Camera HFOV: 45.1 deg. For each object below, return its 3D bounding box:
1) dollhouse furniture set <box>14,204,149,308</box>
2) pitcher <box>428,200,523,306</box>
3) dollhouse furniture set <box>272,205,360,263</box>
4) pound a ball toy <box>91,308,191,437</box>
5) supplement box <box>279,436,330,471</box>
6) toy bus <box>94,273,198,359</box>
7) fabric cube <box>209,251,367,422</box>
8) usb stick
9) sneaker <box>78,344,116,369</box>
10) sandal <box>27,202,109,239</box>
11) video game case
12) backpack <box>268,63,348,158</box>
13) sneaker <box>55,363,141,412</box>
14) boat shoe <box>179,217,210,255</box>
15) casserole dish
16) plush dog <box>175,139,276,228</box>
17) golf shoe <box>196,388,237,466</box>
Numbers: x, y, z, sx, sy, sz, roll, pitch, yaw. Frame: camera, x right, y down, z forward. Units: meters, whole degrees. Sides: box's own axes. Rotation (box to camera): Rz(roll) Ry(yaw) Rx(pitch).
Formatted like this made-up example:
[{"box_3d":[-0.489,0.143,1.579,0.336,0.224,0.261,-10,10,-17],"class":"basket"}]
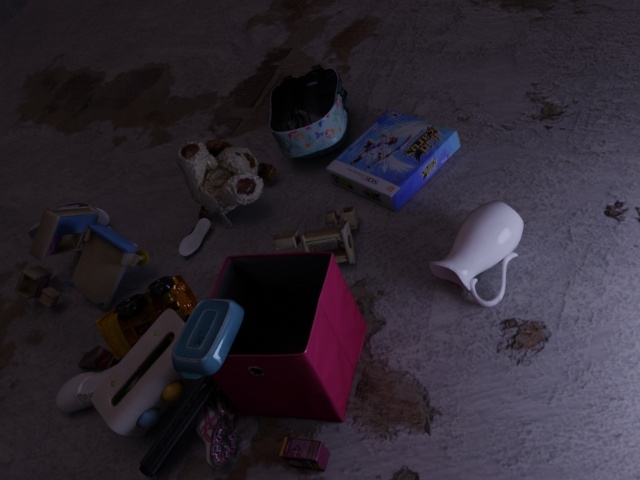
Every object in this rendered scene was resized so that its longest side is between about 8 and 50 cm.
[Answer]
[{"box_3d":[-0.619,0.079,2.118,0.303,0.198,0.287,29,104,15],"class":"dollhouse furniture set"},{"box_3d":[0.367,0.029,1.688,0.177,0.125,0.207,40,83,23],"class":"pitcher"},{"box_3d":[0.000,0.000,1.918,0.181,0.101,0.161,-8,21,18],"class":"dollhouse furniture set"},{"box_3d":[-0.319,0.292,1.720,0.319,0.208,0.135,-48,61,2],"class":"pound a ball toy"},{"box_3d":[-0.031,0.424,1.528,0.083,0.055,0.043,-1,50,25],"class":"supplement box"},{"box_3d":[-0.434,0.194,1.879,0.211,0.150,0.220,-13,19,46],"class":"toy bus"},{"box_3d":[-0.076,0.203,1.613,0.254,0.258,0.259,-2,48,22],"class":"fabric cube"},{"box_3d":[-0.290,0.375,1.639,0.278,0.045,0.077,-56,4,-6],"class":"usb stick"},{"box_3d":[-0.548,0.300,1.905,0.118,0.067,0.042,-30,35,43],"class":"sneaker"},{"box_3d":[-0.755,-0.068,2.301,0.265,0.102,0.076,-14,47,15],"class":"sandal"},{"box_3d":[0.190,-0.220,2.036,0.244,0.061,0.269,28,65,40],"class":"video game case"},{"box_3d":[-0.030,-0.342,2.159,0.225,0.191,0.254,-15,37,15],"class":"backpack"},{"box_3d":[-0.523,0.350,1.792,0.212,0.080,0.094,-24,19,1],"class":"sneaker"},{"box_3d":[-0.344,-0.006,2.096,0.046,0.038,0.125,30,65,-5],"class":"boat shoe"},{"box_3d":[-0.222,0.180,1.490,0.114,0.037,0.188,2,51,28],"class":"casserole dish"},{"box_3d":[-0.255,-0.177,2.150,0.262,0.211,0.225,31,47,11],"class":"plush dog"},{"box_3d":[-0.224,0.406,1.635,0.086,0.067,0.186,-32,32,21],"class":"golf shoe"}]
